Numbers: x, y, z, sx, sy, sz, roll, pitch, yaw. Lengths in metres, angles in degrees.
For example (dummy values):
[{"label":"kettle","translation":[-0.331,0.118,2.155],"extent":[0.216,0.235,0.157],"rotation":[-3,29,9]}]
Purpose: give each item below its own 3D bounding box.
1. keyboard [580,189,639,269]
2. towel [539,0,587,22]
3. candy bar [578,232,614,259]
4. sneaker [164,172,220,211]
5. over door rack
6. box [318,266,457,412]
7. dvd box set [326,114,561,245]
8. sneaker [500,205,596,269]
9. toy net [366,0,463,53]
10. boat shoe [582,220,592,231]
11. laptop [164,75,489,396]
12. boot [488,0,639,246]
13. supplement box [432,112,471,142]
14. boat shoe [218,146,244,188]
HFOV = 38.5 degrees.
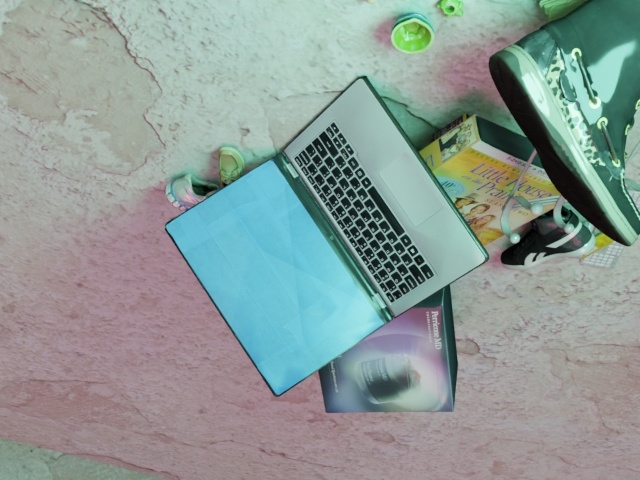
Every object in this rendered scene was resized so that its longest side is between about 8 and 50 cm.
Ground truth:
[{"label":"keyboard","translation":[0.588,-0.020,1.836],"extent":[0.072,0.014,0.256],"rotation":[5,144,2]},{"label":"towel","translation":[0.410,-0.335,1.411],"extent":[0.110,0.027,0.148],"rotation":[-15,138,26]},{"label":"candy bar","translation":[0.565,-0.002,1.844],"extent":[0.040,0.018,0.161],"rotation":[29,143,-16]},{"label":"sneaker","translation":[-0.217,-0.072,1.852],"extent":[0.191,0.071,0.083],"rotation":[32,132,-32]},{"label":"over door rack","translation":[0.449,-0.128,1.524],"extent":[0.240,0.108,0.324],"rotation":[-10,138,-16]},{"label":"box","translation":[0.144,0.215,2.019],"extent":[0.294,0.182,0.296],"rotation":[-4,120,12]},{"label":"dvd box set","translation":[0.246,-0.068,1.732],"extent":[0.308,0.062,0.420],"rotation":[17,146,-37]},{"label":"sneaker","translation":[0.429,-0.017,1.828],"extent":[0.217,0.079,0.121],"rotation":[-18,118,46]},{"label":"toy net","translation":[0.112,-0.382,1.379],"extent":[0.122,0.045,0.232],"rotation":[-23,135,36]},{"label":"boat shoe","translation":[0.511,-0.010,1.846],"extent":[0.035,0.035,0.100],"rotation":[11,151,-11]},{"label":"laptop","translation":[0.000,0.000,1.610],"extent":[0.408,0.236,0.382],"rotation":[-38,84,44]},{"label":"boot","translation":[0.448,-0.201,1.350],"extent":[0.284,0.138,0.377],"rotation":[-40,110,-2]},{"label":"supplement box","translation":[0.248,-0.181,1.639],"extent":[0.055,0.043,0.083],"rotation":[28,139,-31]},{"label":"boat shoe","translation":[-0.172,-0.127,1.783],"extent":[0.050,0.045,0.135],"rotation":[1,144,8]}]
